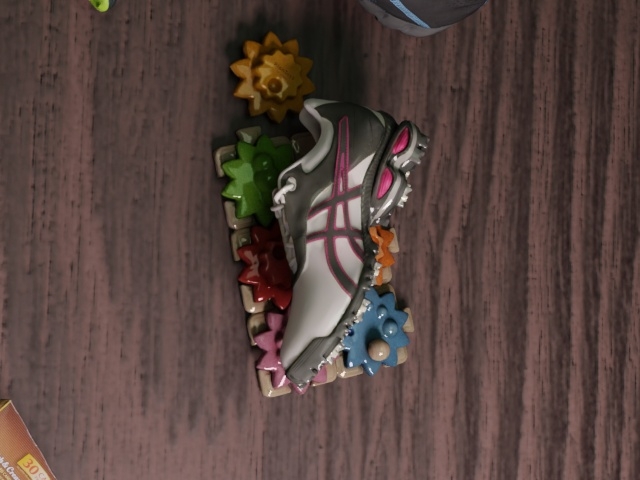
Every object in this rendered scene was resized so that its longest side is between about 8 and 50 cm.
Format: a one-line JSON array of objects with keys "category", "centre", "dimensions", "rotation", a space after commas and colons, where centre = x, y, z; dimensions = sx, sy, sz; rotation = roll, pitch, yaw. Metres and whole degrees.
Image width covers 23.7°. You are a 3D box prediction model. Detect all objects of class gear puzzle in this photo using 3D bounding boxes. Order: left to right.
[{"category": "gear puzzle", "centre": [-0.006, -0.033, 1.429], "dimensions": [0.175, 0.044, 0.339], "rotation": [-11, 90, -27]}]

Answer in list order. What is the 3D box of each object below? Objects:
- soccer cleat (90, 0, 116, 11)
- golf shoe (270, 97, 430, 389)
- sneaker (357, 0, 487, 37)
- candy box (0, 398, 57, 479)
[{"category": "soccer cleat", "centre": [-0.203, -0.293, 1.351], "dimensions": [0.072, 0.060, 0.179], "rotation": [-19, 91, -28]}, {"category": "golf shoe", "centre": [0.000, 0.000, 1.365], "dimensions": [0.120, 0.105, 0.273], "rotation": [23, 65, -6]}, {"category": "sneaker", "centre": [0.014, -0.293, 1.412], "dimensions": [0.341, 0.139, 0.125], "rotation": [14, 81, -23]}, {"category": "candy box", "centre": [-0.312, 0.223, 1.250], "dimensions": [0.186, 0.053, 0.109], "rotation": [-33, 99, -26]}]
